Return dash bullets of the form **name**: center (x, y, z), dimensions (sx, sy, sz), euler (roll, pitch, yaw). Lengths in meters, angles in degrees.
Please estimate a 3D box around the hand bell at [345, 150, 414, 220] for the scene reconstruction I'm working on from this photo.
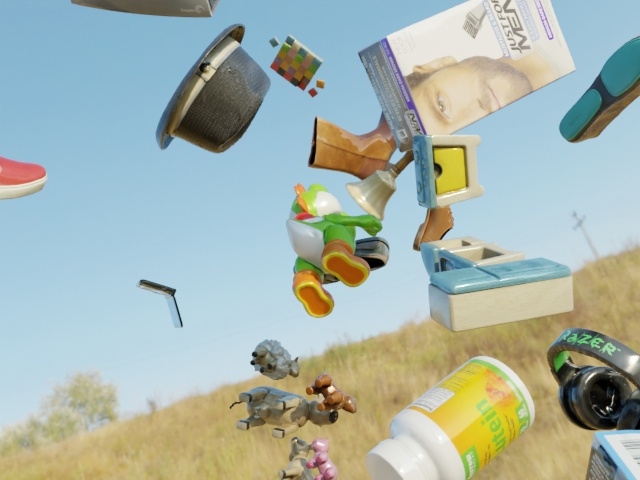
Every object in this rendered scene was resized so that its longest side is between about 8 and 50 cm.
- **hand bell**: center (0.188, -0.172, 1.660), dimensions (0.242, 0.126, 0.126), euler (-44, -25, 17)

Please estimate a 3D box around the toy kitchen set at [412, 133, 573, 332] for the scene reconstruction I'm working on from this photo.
- **toy kitchen set**: center (0.140, -0.022, 0.707), dimensions (0.122, 0.166, 0.207), euler (-9, 11, -13)

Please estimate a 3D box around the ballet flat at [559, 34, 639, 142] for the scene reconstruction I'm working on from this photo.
- **ballet flat**: center (0.651, -0.330, 1.537), dimensions (0.106, 0.107, 0.316), euler (-2, -26, -23)

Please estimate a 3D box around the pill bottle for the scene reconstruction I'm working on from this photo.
- **pill bottle**: center (0.190, 0.290, 1.045), dimensions (0.246, 0.136, 0.136), euler (-29, -11, -28)

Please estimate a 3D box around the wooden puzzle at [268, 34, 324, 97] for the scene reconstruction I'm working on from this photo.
- **wooden puzzle**: center (-0.028, -0.205, 0.815), dimensions (0.049, 0.083, 0.006), euler (-50, 6, 43)

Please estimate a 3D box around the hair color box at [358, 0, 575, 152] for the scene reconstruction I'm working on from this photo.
- **hair color box**: center (0.252, -0.301, 1.180), dimensions (0.339, 0.185, 0.110), euler (-29, 11, -20)

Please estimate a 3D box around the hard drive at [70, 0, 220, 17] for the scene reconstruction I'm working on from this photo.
- **hard drive**: center (-0.273, -0.444, 1.148), dimensions (0.255, 0.172, 0.054), euler (10, -29, 14)

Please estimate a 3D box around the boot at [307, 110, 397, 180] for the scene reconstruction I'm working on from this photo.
- **boot**: center (0.099, -0.308, 2.050), dimensions (0.281, 0.264, 0.096), euler (14, -3, -27)

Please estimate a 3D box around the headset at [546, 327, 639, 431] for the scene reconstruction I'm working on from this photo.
- **headset**: center (0.601, 0.307, 1.359), dimensions (0.185, 0.394, 0.243), euler (-42, 26, -18)

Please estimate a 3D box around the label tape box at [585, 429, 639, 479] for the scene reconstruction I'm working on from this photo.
- **label tape box**: center (0.488, 0.504, 1.058), dimensions (0.115, 0.347, 0.249), euler (2, 19, -5)

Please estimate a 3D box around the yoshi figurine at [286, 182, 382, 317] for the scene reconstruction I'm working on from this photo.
- **yoshi figurine**: center (0.025, 0.010, 1.509), dimensions (0.204, 0.362, 0.203), euler (-1, -57, -5)

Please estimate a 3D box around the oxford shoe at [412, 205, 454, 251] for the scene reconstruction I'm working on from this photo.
- **oxford shoe**: center (0.295, -0.065, 1.700), dimensions (0.076, 0.212, 0.076), euler (20, 7, 22)

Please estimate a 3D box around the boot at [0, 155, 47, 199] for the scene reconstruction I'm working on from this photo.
- **boot**: center (-0.582, -0.166, 1.194), dimensions (0.244, 0.088, 0.176), euler (-2, -64, -41)

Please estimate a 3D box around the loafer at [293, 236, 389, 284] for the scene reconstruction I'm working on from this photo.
- **loafer**: center (0.050, 0.062, 1.817), dimensions (0.268, 0.084, 0.096), euler (-18, -59, 14)

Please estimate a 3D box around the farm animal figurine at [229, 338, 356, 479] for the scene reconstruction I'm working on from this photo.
- **farm animal figurine**: center (-0.054, 0.437, 1.674), dimensions (0.172, 0.327, 0.330), euler (1, -70, -62)

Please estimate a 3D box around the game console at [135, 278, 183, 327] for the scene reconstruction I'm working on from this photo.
- **game console**: center (-0.326, 0.129, 1.416), dimensions (0.107, 0.071, 0.122), euler (19, -13, -16)

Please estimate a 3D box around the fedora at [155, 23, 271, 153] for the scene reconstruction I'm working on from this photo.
- **fedora**: center (-0.217, -0.308, 1.554), dimensions (0.334, 0.153, 0.334), euler (-54, 6, 8)
